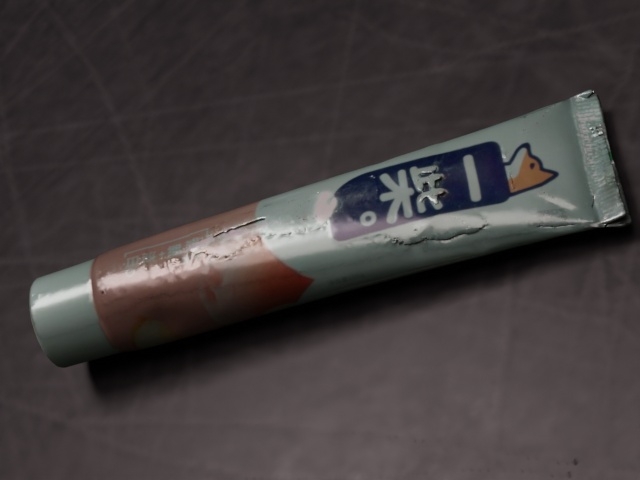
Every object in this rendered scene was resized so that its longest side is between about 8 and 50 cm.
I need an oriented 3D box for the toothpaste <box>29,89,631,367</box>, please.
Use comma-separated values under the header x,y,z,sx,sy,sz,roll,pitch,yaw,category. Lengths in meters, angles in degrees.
x,y,z,sx,sy,sz,roll,pitch,yaw,category
0.000,0.000,0.565,0.205,0.036,0.056,-17,54,13,toothpaste
